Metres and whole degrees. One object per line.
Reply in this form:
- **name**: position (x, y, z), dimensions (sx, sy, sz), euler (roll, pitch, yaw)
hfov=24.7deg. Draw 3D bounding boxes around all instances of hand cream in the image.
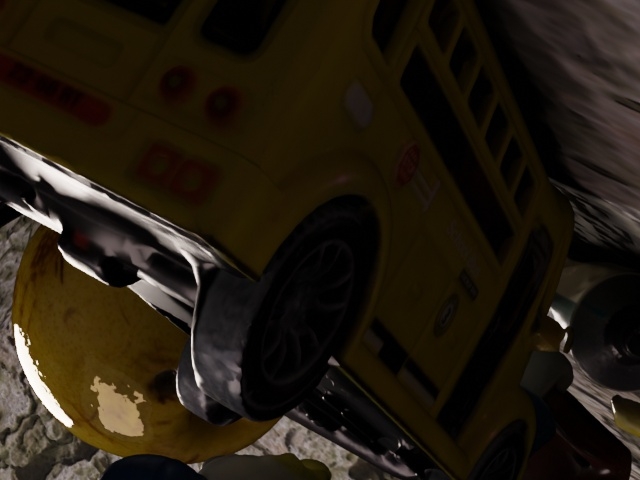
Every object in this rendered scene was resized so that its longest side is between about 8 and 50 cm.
- **hand cream**: position (0.103, 0.032, 0.707), dimensions (0.075, 0.052, 0.248), euler (37, 174, -13)

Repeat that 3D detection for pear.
- **pear**: position (-0.141, 0.068, 1.301), dimensions (0.281, 0.280, 0.281), euler (34, 174, 4)

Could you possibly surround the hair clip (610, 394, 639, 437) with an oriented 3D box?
- **hair clip**: position (0.227, 0.118, 0.721), dimensions (0.214, 0.056, 0.062), euler (28, 139, 51)

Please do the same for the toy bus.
- **toy bus**: position (0.000, -0.004, 0.507), dimensions (0.145, 0.151, 0.331), euler (25, 169, 26)

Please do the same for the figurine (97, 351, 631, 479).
- **figurine**: position (0.056, 0.138, 0.697), dimensions (0.338, 0.283, 0.204), euler (11, 130, 8)
